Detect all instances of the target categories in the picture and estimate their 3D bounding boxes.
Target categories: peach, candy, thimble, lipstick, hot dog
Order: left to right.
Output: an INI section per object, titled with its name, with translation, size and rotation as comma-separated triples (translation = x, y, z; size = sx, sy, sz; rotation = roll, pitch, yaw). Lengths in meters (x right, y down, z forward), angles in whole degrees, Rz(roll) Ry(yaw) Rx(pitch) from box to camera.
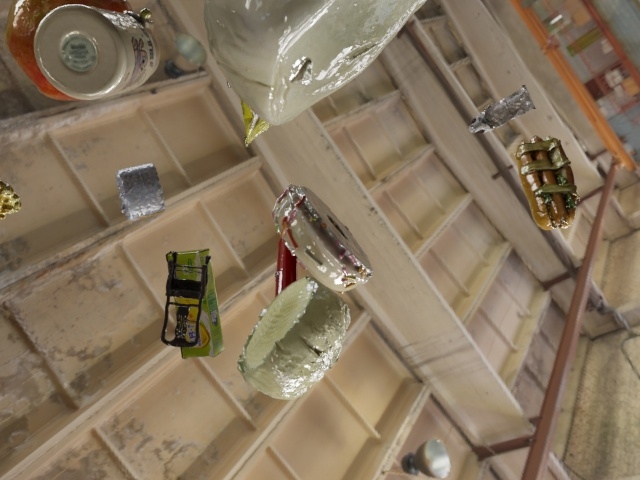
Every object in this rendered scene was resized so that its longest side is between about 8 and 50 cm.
[peach]
translation = -0.629, -0.527, 1.437
size = 0.308, 0.308, 0.332
rotation = 45, -103, -15
[thimble]
translation = -0.518, -0.139, 1.601
size = 0.118, 0.127, 0.151
rotation = -16, -64, -23
[candy]
translation = -0.203, -0.449, 1.777
size = 0.081, 0.297, 0.187
rotation = 38, -115, 22
[lipstick]
translation = -0.103, 0.110, 1.706
size = 0.073, 0.073, 0.280
rotation = 29, -139, -31
[hot dog]
translation = 0.494, -0.130, 1.212
size = 0.072, 0.109, 0.269
rotation = 66, -161, -50

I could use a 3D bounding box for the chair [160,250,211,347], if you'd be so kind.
[chair]
translation = -0.360, 0.156, 1.487
size = 0.106, 0.229, 0.113
rotation = 8, -169, -9

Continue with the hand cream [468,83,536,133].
[hand cream]
translation = 0.535, -0.377, 1.663
size = 0.257, 0.050, 0.084
rotation = -32, -79, -22

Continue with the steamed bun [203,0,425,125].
[steamed bun]
translation = -0.027, -0.380, 0.857
size = 0.247, 0.383, 0.236
rotation = 58, -162, 15

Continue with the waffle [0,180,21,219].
[waffle]
translation = -0.833, -0.110, 1.378
size = 0.160, 0.192, 0.046
rotation = 59, -150, -47

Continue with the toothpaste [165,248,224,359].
[toothpaste]
translation = -0.373, 0.186, 1.669
size = 0.077, 0.110, 0.327
rotation = -26, -71, -75

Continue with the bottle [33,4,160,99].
[bottle]
translation = -0.253, -0.235, 0.678
size = 0.097, 0.110, 0.209
rotation = 24, -163, -10

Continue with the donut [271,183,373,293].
[donut]
translation = 0.000, 0.000, 1.671
size = 0.382, 0.142, 0.382
rotation = 48, -171, -10

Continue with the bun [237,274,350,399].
[bun]
translation = -0.043, 0.200, 1.095
size = 0.152, 0.259, 0.259
rotation = 37, -138, -15
